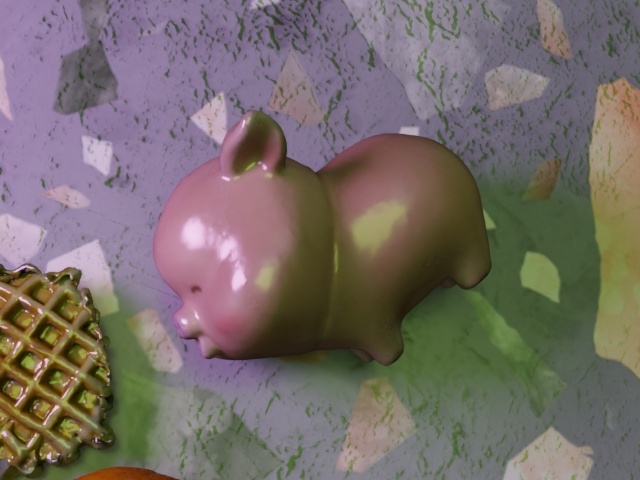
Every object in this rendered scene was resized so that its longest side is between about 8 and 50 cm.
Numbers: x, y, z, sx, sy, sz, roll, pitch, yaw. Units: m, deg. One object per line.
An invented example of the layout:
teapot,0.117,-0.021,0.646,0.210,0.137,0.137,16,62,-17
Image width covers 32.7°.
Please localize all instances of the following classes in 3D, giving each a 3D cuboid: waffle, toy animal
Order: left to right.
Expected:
waffle,-0.304,0.125,1.055,0.207,0.054,0.214,-10,79,-6
toy animal,0.000,0.000,1.052,0.326,0.237,0.269,-38,92,-19

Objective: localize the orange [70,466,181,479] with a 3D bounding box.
orange,-0.168,0.312,0.966,0.224,0.170,0.224,0,92,7
